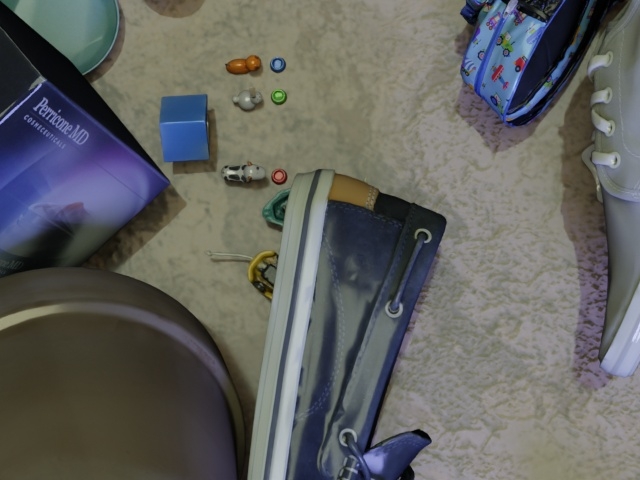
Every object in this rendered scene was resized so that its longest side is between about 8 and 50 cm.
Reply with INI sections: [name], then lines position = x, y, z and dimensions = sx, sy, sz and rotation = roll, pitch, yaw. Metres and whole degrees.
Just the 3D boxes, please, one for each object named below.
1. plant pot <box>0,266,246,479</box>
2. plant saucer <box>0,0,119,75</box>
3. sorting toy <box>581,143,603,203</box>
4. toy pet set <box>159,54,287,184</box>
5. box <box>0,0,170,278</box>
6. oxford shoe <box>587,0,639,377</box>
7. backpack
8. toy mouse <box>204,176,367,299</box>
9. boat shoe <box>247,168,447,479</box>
[plant pot]
position = -0.193, 0.225, 1.586
dimensions = 0.323, 0.280, 0.323
rotation = -8, 118, -15
[plant saucer]
position = -0.247, -0.206, 1.836
dimensions = 0.119, 0.021, 0.119
rotation = 0, 84, 2
[sorting toy]
position = 0.282, -0.070, 1.790
dimensions = 0.075, 0.045, 0.083
rotation = -20, 94, 13
[toy pet set]
position = -0.088, -0.114, 1.796
dimensions = 0.114, 0.065, 0.122
rotation = -3, 83, 2
[box]
position = -0.326, -0.049, 1.656
dimensions = 0.294, 0.296, 0.183
rotation = -43, 69, 2
[oxford shoe]
position = 0.286, -0.107, 1.677
dimensions = 0.130, 0.169, 0.449
rotation = 13, 95, 6
[backpack]
position = 0.185, -0.195, 1.757
dimensions = 0.117, 0.158, 0.173
rotation = 31, 97, 14
[toy mouse]
position = 0.000, 0.000, 1.795
dimensions = 0.161, 0.031, 0.143
rotation = 35, 86, 6
[boat shoe]
position = 0.016, 0.190, 1.690
dimensions = 0.156, 0.187, 0.500
rotation = 8, 86, 0
